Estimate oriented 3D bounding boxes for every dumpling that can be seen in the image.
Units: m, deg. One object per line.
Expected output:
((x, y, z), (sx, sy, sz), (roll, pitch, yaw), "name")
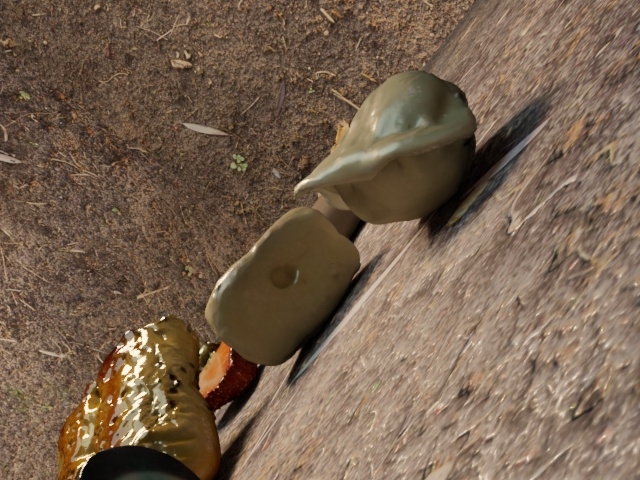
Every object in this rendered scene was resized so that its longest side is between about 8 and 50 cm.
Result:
((0.077, -0.117, 1.240), (0.242, 0.187, 0.318), (-12, -10, -6), "dumpling")

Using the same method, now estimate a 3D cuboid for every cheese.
((-0.080, 0.102, 1.564), (0.248, 0.173, 0.251), (-46, 1, -31), "cheese")

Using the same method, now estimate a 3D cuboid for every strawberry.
((-0.192, 0.280, 1.930), (0.188, 0.106, 0.286), (-59, 17, -6), "strawberry")

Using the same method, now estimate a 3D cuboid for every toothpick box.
((0.012, -0.020, 1.976), (0.181, 0.111, 0.111), (-56, 4, -37), "toothpick box")

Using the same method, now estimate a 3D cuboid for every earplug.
((-0.277, 0.430, 1.177), (0.324, 0.185, 0.185), (-57, 3, 23), "earplug")

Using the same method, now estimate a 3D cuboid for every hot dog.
((-0.293, 0.364, 1.521), (0.367, 0.196, 0.365), (-56, 22, 17), "hot dog")

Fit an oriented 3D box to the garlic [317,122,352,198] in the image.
((0.078, -0.162, 2.239), (0.229, 0.142, 0.178), (126, 159, -52), "garlic")
